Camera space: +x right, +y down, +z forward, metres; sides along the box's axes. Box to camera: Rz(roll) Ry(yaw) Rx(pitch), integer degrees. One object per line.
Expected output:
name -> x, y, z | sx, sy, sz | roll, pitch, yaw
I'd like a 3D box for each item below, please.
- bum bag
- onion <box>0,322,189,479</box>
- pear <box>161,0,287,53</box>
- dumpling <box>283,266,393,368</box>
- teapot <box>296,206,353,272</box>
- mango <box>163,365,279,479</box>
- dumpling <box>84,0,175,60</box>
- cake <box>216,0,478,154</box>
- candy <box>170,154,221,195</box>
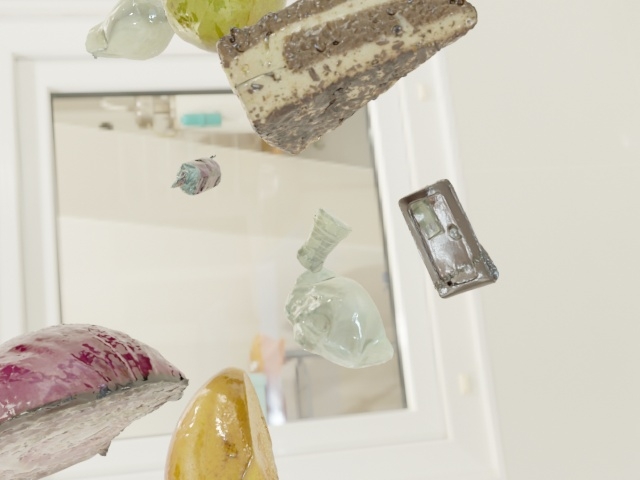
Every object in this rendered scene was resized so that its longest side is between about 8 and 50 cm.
bum bag -> 0.174, -0.002, 1.304 | 0.109, 0.026, 0.159 | -22, 93, 50
onion -> -0.266, 0.142, 0.837 | 0.250, 0.247, 0.111 | -37, 69, 41
pear -> -0.137, -0.365, 1.369 | 0.200, 0.200, 0.200 | 177, 90, -77
dumpling -> 0.016, 0.134, 1.587 | 0.229, 0.151, 0.124 | 49, 146, 37
teapot -> 0.000, 0.000, 1.315 | 0.083, 0.057, 0.067 | -57, 19, 8
mango -> -0.168, 0.388, 1.637 | 0.201, 0.199, 0.350 | 126, 144, -65
dumpling -> -0.371, -0.455, 1.944 | 0.216, 0.126, 0.166 | -40, 44, 28
cake -> 0.031, -0.185, 0.958 | 0.135, 0.246, 0.112 | 60, -174, -72
candy -> -0.168, -0.089, 1.311 | 0.045, 0.043, 0.175 | -63, -6, 16
